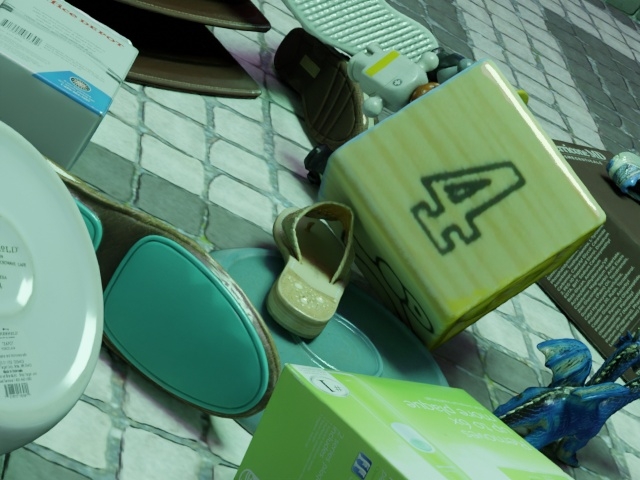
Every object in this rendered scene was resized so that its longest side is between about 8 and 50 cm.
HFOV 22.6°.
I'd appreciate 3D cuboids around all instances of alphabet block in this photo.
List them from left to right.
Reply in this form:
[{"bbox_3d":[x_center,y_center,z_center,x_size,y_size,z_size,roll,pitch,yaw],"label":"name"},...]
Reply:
[{"bbox_3d":[0.130,-0.028,1.568,0.197,0.193,0.192,56,-10,8],"label":"alphabet block"}]

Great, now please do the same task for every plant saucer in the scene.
[{"bbox_3d":[0.005,0.106,1.460,0.318,0.043,0.317,28,25,-14],"label":"plant saucer"}]

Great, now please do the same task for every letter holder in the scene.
[{"bbox_3d":[-0.178,-0.290,1.833,0.302,0.152,0.214,4,40,-50],"label":"letter holder"}]

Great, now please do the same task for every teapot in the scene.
[{"bbox_3d":[-0.277,0.040,1.054,0.256,0.187,0.252,52,34,-29],"label":"teapot"}]

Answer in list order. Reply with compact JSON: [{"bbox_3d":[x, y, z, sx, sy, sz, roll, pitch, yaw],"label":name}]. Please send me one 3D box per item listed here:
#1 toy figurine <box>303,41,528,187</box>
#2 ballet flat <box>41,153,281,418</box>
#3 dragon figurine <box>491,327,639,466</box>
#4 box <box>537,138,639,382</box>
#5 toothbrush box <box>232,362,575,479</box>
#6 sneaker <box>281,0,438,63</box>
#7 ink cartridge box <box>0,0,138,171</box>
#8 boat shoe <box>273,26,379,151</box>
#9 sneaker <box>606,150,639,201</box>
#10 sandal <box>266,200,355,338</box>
[{"bbox_3d":[0.112,-0.108,1.792,0.148,0.209,0.213,38,23,34],"label":"toy figurine"},{"bbox_3d":[-0.170,0.023,1.332,0.342,0.116,0.124,32,5,4],"label":"ballet flat"},{"bbox_3d":[0.240,0.150,1.555,0.289,0.144,0.085,6,36,-48],"label":"dragon figurine"},{"bbox_3d":[0.387,0.045,1.962,0.191,0.143,0.381,6,35,-48],"label":"box"},{"bbox_3d":[0.099,0.219,1.194,0.206,0.122,0.283,12,19,-40],"label":"toothbrush box"},{"bbox_3d":[0.008,-0.292,1.953,0.282,0.102,0.161,39,0,-41],"label":"sneaker"},{"bbox_3d":[-0.268,-0.163,1.554,0.140,0.082,0.190,31,22,-10],"label":"ink cartridge box"},{"bbox_3d":[0.030,-0.178,1.967,0.095,0.095,0.257,26,24,-35],"label":"boat shoe"},{"bbox_3d":[0.415,-0.061,1.982,0.135,0.052,0.058,14,40,-26],"label":"sneaker"},{"bbox_3d":[0.006,0.003,1.500,0.088,0.079,0.240,31,24,-9],"label":"sandal"}]
